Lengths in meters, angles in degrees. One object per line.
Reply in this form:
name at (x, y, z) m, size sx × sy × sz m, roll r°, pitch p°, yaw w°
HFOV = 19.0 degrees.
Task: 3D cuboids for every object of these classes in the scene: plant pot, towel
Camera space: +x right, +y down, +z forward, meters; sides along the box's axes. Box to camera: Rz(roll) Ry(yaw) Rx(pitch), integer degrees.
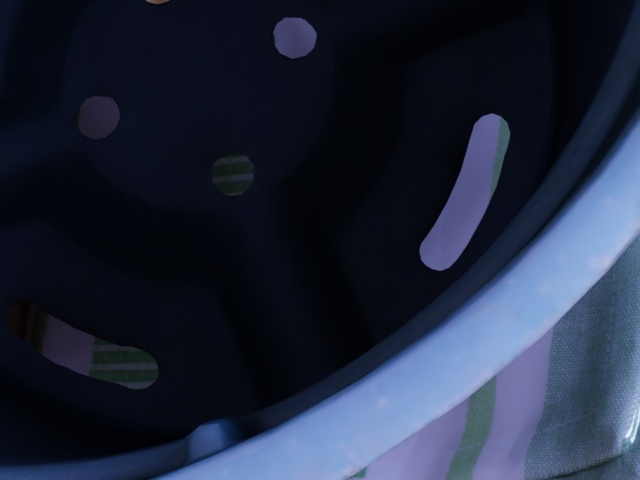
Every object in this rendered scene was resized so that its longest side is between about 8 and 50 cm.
plant pot at (-0.059, -0.079, 0.495) m, size 0.334 × 0.341 × 0.341 m, roll 55°, pitch 38°, yaw -78°
towel at (0.000, 0.000, 0.724) m, size 0.038 × 0.325 × 0.248 m, roll 27°, pitch 60°, yaw -41°
